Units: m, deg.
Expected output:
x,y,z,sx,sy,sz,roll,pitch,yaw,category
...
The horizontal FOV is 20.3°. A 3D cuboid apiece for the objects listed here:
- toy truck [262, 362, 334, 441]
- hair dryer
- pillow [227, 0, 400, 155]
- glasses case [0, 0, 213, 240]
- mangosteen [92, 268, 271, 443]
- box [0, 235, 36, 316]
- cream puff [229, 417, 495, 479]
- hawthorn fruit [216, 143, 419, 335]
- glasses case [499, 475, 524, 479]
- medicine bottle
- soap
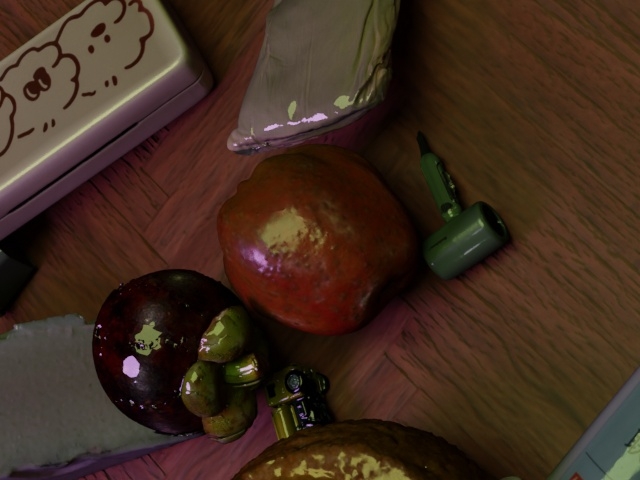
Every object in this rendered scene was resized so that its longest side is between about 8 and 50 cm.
x,y,z,sx,sy,sz,roll,pitch,yaw,category
-0.020,0.158,1.679,0.054,0.049,0.083,-26,70,26,toy truck
0.113,-0.041,1.644,0.071,0.047,0.150,-35,59,22,hair dryer
0.005,-0.213,1.695,0.173,0.067,0.270,-10,58,33,pillow
-0.280,-0.125,1.827,0.336,0.076,0.144,-35,63,6,glasses case
-0.121,0.109,1.663,0.180,0.166,0.166,16,89,41,mangosteen
-0.364,0.016,1.895,0.069,0.084,0.122,-46,62,5,box
0.036,0.299,1.528,0.303,0.212,0.303,-6,74,21,cream puff
0.000,0.000,1.630,0.189,0.189,0.189,-6,78,30,hawthorn fruit
0.173,0.248,1.563,0.032,0.021,0.083,-20,71,29,glasses case
0.312,0.124,1.451,0.110,0.110,0.352,44,104,29,medicine bottle
-0.301,0.155,1.726,0.302,0.258,0.159,-26,67,24,soap
